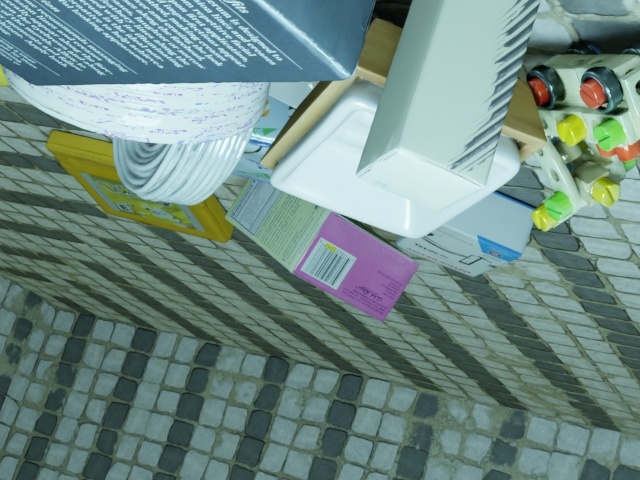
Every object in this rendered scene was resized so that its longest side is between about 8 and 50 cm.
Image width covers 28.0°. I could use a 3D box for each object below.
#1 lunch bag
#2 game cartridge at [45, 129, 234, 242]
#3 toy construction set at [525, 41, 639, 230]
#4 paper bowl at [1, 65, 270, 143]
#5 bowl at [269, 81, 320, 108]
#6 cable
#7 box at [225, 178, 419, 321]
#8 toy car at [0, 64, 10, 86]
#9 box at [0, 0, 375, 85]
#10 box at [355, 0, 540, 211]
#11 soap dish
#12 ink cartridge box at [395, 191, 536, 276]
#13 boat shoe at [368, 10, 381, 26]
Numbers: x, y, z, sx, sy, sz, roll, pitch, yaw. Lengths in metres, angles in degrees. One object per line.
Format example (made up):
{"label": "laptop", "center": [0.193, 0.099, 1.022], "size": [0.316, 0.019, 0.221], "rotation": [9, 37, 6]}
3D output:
{"label": "lunch bag", "center": [-0.088, -0.154, 1.836], "size": [0.303, 0.115, 0.243], "rotation": [19, 167, -3]}
{"label": "game cartridge", "center": [-0.334, -0.097, 2.430], "size": [0.285, 0.053, 0.324], "rotation": [14, 165, 16]}
{"label": "toy construction set", "center": [0.323, -0.106, 1.378], "size": [0.327, 0.151, 0.215], "rotation": [0, 121, 53]}
{"label": "paper bowl", "center": [-0.182, -0.226, 1.336], "size": [0.284, 0.148, 0.284], "rotation": [11, -152, -6]}
{"label": "bowl", "center": [-0.027, -0.220, 1.644], "size": [0.142, 0.053, 0.142], "rotation": [24, 164, -23]}
{"label": "cable", "center": [-0.170, -0.172, 1.606], "size": [0.089, 0.257, 0.257], "rotation": [13, -179, -33]}
{"label": "box", "center": [0.000, 0.000, 2.096], "size": [0.213, 0.117, 0.243], "rotation": [30, -175, -38]}
{"label": "toy car", "center": [-0.422, -0.254, 1.982], "size": [0.225, 0.053, 0.239], "rotation": [25, 164, -20]}
{"label": "box", "center": [-0.136, -0.300, 1.037], "size": [0.395, 0.294, 0.212], "rotation": [4, 160, 40]}
{"label": "box", "center": [0.128, -0.175, 1.196], "size": [0.094, 0.275, 0.113], "rotation": [22, 164, -14]}
{"label": "soap dish", "center": [0.086, -0.118, 1.427], "size": [0.228, 0.118, 0.291], "rotation": [20, 157, -15]}
{"label": "ink cartridge box", "center": [0.221, -0.019, 1.988], "size": [0.148, 0.086, 0.203], "rotation": [21, 164, -9]}
{"label": "boat shoe", "center": [0.070, -0.203, 1.516], "size": [0.102, 0.092, 0.285], "rotation": [-3, 153, 35]}
